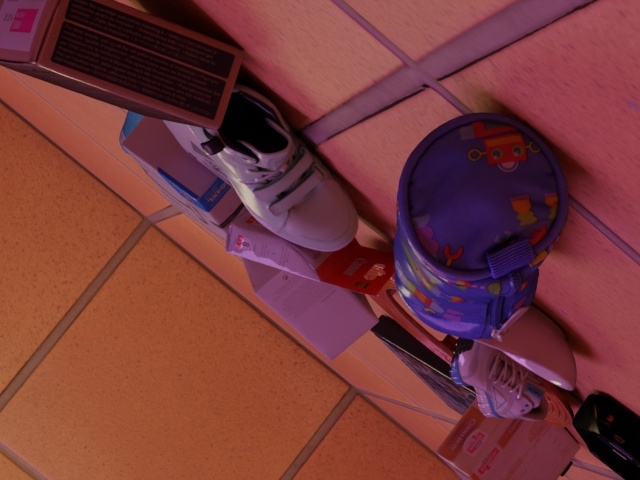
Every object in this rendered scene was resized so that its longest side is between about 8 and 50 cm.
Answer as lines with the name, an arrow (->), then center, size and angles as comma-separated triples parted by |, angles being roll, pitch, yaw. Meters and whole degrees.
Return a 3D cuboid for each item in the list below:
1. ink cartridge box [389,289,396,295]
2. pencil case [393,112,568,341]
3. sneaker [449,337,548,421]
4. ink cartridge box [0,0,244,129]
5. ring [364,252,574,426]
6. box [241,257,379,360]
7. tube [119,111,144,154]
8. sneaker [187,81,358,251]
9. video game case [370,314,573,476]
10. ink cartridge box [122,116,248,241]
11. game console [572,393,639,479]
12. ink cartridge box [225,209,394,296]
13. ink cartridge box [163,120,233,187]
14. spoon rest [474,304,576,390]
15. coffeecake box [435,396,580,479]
ink cartridge box -> 0.070, 0.054, 2.033 | 0.115, 0.029, 0.063 | 34, 171, 35
pencil case -> 0.119, 0.002, 1.183 | 0.133, 0.119, 0.306 | 62, 177, 12
sneaker -> 0.205, 0.150, 1.692 | 0.083, 0.071, 0.191 | 15, 163, 32
ink cartridge box -> -0.210, -0.184, 1.518 | 0.193, 0.088, 0.234 | 19, 180, -26
ring -> 0.175, 0.116, 1.879 | 0.336, 0.032, 0.336 | 36, 171, 7
box -> -0.018, 0.059, 2.102 | 0.170, 0.091, 0.130 | 44, -169, -32
tube -> -0.257, -0.164, 2.232 | 0.080, 0.052, 0.207 | 35, 168, -8
sneaker -> -0.044, -0.068, 1.595 | 0.256, 0.094, 0.151 | 44, 177, -20
video game case -> 0.227, 0.235, 2.327 | 0.275, 0.035, 0.248 | 30, 168, 50
ink cartridge box -> -0.163, -0.085, 2.098 | 0.148, 0.086, 0.203 | 35, 171, 24
game console -> 0.439, 0.303, 1.737 | 0.361, 0.044, 0.213 | 37, 174, 14
ink cartridge box -> 0.000, 0.000, 1.743 | 0.179, 0.045, 0.145 | 14, -159, 14
ink cartridge box -> -0.101, -0.103, 1.859 | 0.224, 0.045, 0.223 | 35, 171, 21
spoon rest -> 0.166, 0.075, 1.529 | 0.137, 0.084, 0.276 | 30, 168, 48
coffeecake box -> 0.256, 0.282, 2.072 | 0.068, 0.142, 0.185 | 31, 169, 42
